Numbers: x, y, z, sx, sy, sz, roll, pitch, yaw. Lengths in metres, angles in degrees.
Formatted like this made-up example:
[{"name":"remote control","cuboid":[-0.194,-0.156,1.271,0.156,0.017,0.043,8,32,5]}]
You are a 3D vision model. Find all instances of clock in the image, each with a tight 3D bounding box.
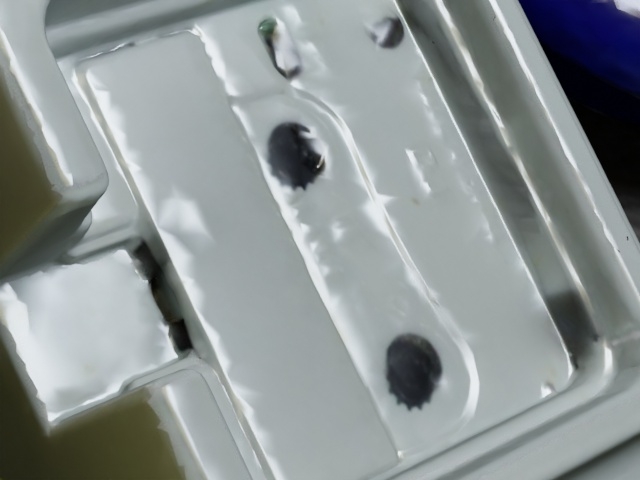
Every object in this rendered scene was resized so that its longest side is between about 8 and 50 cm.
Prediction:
[{"name":"clock","cuboid":[0.000,0.000,0.580,0.231,0.116,0.262,-21,84,-36]}]

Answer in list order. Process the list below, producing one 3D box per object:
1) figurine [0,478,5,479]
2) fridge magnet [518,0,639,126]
[{"name":"figurine","cuboid":[-0.050,0.167,0.443,0.315,0.187,0.168,40,66,4]},{"name":"fridge magnet","cuboid":[0.143,-0.144,0.804,0.265,0.113,0.265,12,49,-14]}]
